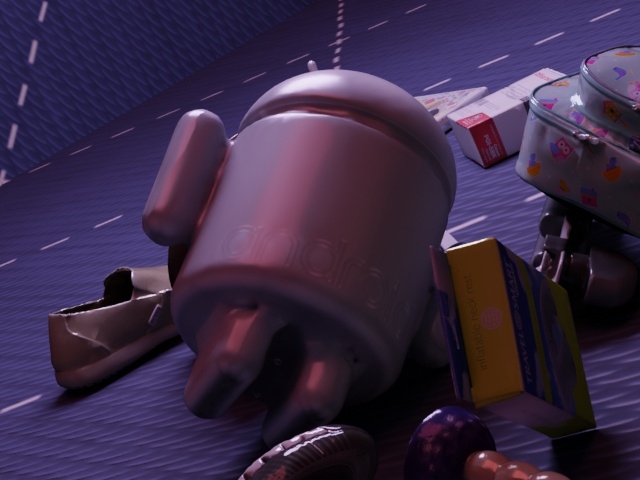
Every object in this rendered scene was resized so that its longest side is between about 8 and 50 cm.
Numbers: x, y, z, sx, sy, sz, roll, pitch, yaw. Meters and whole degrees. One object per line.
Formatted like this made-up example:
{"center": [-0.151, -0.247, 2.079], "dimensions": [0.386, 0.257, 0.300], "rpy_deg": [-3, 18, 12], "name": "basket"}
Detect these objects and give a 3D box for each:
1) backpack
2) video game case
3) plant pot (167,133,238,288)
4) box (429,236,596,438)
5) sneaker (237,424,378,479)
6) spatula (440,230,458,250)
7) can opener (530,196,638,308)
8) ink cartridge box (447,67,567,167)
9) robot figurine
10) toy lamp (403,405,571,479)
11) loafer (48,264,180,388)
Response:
{"center": [0.267, -0.087, 1.363], "dimensions": [0.188, 0.144, 0.166], "rpy_deg": [19, 29, 37], "name": "backpack"}
{"center": [0.087, -0.144, 2.147], "dimensions": [0.206, 0.026, 0.227], "rpy_deg": [-34, 19, -31], "name": "video game case"}
{"center": [-0.063, 0.013, 1.577], "dimensions": [0.215, 0.215, 0.230], "rpy_deg": [-32, 3, -25], "name": "plant pot"}
{"center": [0.132, 0.067, 1.075], "dimensions": [0.042, 0.109, 0.178], "rpy_deg": [-17, -21, 22], "name": "box"}
{"center": [-0.043, 0.213, 1.083], "dimensions": [0.234, 0.078, 0.106], "rpy_deg": [-33, 20, -17], "name": "sneaker"}
{"center": [0.064, 0.011, 1.697], "dimensions": [0.168, 0.019, 0.242], "rpy_deg": [-22, 18, -2], "name": "spatula"}
{"center": [0.226, 0.006, 1.400], "dimensions": [0.093, 0.074, 0.280], "rpy_deg": [13, 24, 5], "name": "can opener"}
{"center": [0.230, -0.145, 1.881], "dimensions": [0.135, 0.056, 0.099], "rpy_deg": [-26, 16, -3], "name": "ink cartridge box"}
{"center": [0.000, 0.000, 1.351], "dimensions": [0.200, 0.299, 0.354], "rpy_deg": [-45, 22, 55], "name": "robot figurine"}
{"center": [0.163, 0.156, 0.904], "dimensions": [0.080, 0.080, 0.274], "rpy_deg": [-34, 28, -32], "name": "toy lamp"}
{"center": [-0.183, 0.063, 1.740], "dimensions": [0.268, 0.092, 0.102], "rpy_deg": [-33, 18, -28], "name": "loafer"}
